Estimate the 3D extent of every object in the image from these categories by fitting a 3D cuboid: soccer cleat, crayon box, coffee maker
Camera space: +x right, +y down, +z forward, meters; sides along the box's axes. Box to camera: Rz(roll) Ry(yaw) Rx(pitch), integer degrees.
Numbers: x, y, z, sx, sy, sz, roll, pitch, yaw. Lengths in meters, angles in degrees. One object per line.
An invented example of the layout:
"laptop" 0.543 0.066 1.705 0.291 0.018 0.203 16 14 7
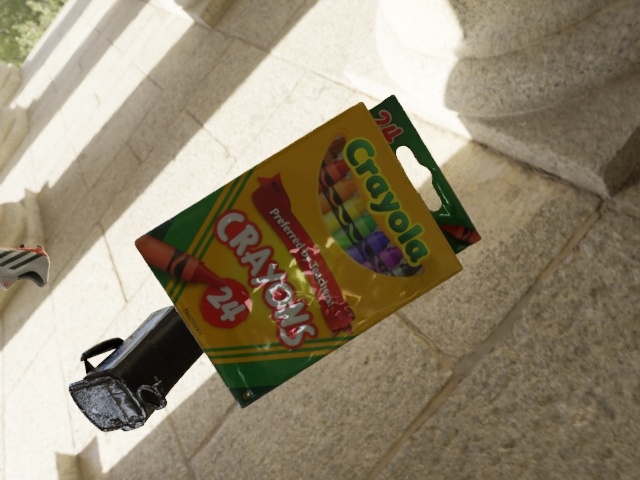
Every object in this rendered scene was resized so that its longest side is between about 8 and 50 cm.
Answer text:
"soccer cleat" -0.246 0.020 0.364 0.029 0.083 0.036 -31 68 30
"crayon box" 0.000 0.000 0.516 0.318 0.202 0.081 -33 3 -1
"coffee maker" -0.256 0.194 0.752 0.171 0.120 0.178 2 27 19
